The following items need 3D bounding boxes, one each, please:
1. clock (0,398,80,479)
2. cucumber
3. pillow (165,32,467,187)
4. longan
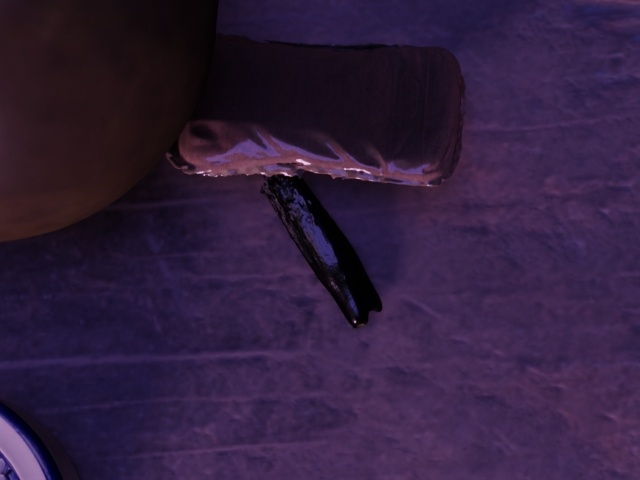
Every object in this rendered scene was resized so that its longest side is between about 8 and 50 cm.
[{"bbox_3d":[-0.275,0.211,0.947,0.230,0.083,0.230,-1,79,3],"label":"clock"},{"bbox_3d":[0.000,0.000,0.987,0.033,0.034,0.135,-33,78,-7],"label":"cucumber"},{"bbox_3d":[-0.002,-0.095,0.990,0.211,0.034,0.135,6,53,7],"label":"pillow"},{"bbox_3d":[-0.222,-0.147,0.907,0.319,0.319,0.319,-1,78,5],"label":"longan"}]
